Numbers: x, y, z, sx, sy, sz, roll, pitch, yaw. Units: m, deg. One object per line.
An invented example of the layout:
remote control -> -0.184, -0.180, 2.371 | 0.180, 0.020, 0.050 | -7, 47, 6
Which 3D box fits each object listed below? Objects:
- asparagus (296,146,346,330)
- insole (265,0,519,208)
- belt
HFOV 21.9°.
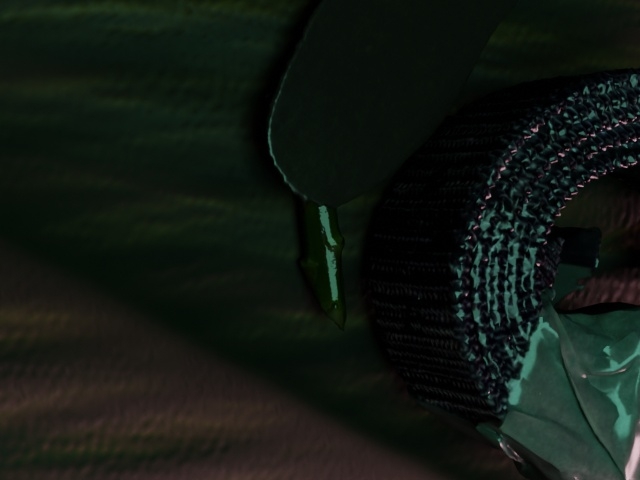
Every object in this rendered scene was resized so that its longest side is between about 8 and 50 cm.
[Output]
asparagus -> 0.001, 0.000, 0.950 | 0.025, 0.021, 0.108 | -15, 103, -35
insole -> 0.074, -0.147, 0.980 | 0.328, 0.007, 0.111 | -48, 118, -25
belt -> 0.185, 0.026, 1.023 | 0.325, 0.122, 0.260 | 4, 89, -34
